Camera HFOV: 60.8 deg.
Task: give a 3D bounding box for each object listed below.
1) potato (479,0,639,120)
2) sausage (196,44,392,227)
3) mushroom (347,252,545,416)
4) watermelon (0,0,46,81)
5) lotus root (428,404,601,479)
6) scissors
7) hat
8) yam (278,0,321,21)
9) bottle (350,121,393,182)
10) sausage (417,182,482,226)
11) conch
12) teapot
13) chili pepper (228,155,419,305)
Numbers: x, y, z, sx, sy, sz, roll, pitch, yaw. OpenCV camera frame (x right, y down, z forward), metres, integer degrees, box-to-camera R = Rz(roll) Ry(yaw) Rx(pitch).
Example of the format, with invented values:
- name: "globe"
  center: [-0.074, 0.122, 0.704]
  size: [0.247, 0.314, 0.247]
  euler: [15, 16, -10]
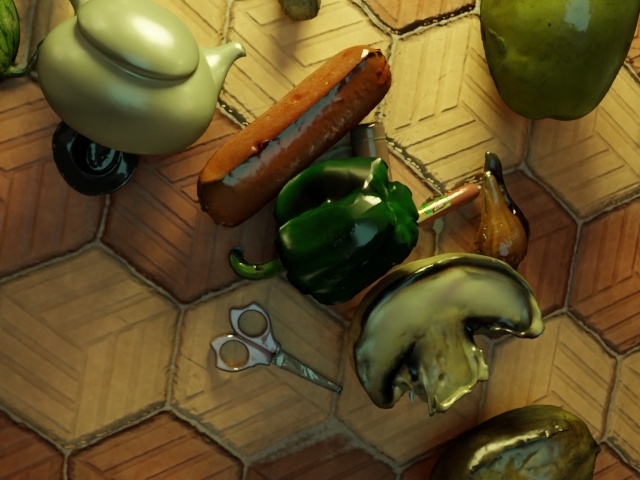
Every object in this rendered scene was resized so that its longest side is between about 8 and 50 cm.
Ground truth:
- name: "potato"
  center: [0.336, -0.327, 0.776]
  size: [0.215, 0.216, 0.304]
  euler: [0, 91, -13]
- name: "sausage"
  center: [-0.037, -0.149, 0.758]
  size: [0.330, 0.102, 0.102]
  euler: [-41, 101, -7]
- name: "mushroom"
  center: [0.155, 0.114, 0.786]
  size: [0.267, 0.164, 0.190]
  euler: [-36, 97, -5]
- name: "watermelon"
  center: [-0.471, -0.267, 0.640]
  size: [0.232, 0.127, 0.204]
  euler: [41, 81, -17]
- name: "lotus root"
  center: [0.284, 0.353, 0.836]
  size: [0.274, 0.152, 0.160]
  euler: [-23, 101, -17]
- name: "scissors"
  center: [-0.057, 0.177, 0.813]
  size: [0.212, 0.021, 0.110]
  euler: [31, 84, -13]
- name: "hat"
  center: [-0.293, -0.120, 0.726]
  size: [0.121, 0.050, 0.121]
  euler: [-2, 99, -10]
- name: "yam"
  center: [-0.016, -0.470, 0.757]
  size: [0.071, 0.067, 0.317]
  euler: [6, 91, -9]
- name: "bottle"
  center: [0.079, -0.103, 0.808]
  size: [0.053, 0.053, 0.140]
  euler: [-10, 96, -12]
- name: "sausage"
  center: [0.156, -0.037, 0.842]
  size: [0.223, 0.029, 0.029]
  euler: [-27, 99, -10]
- name: "conch"
  center: [0.281, -0.013, 0.843]
  size: [0.086, 0.080, 0.233]
  euler: [6, 97, -45]
- name: "teapot"
  center: [-0.263, -0.241, 0.659]
  size: [0.318, 0.220, 0.149]
  euler: [33, 128, -2]
- name: "chili pepper"
  center: [0.000, 0.000, 0.741]
  size: [0.261, 0.174, 0.165]
  euler: [-31, 142, 25]
